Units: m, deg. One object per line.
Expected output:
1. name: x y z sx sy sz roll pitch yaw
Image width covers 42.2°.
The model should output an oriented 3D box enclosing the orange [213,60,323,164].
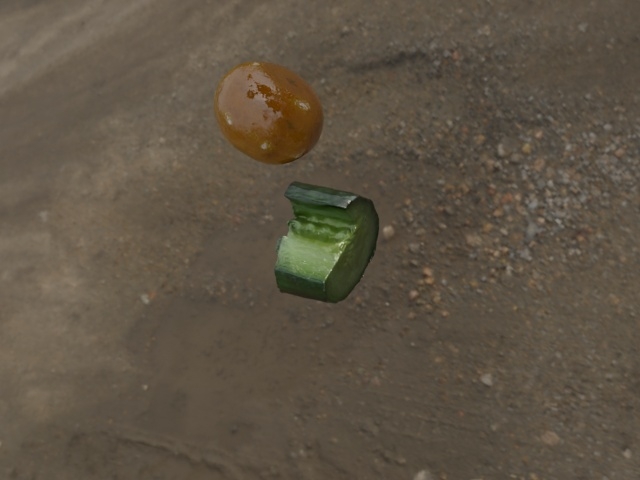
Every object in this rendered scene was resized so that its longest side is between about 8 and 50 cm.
1. orange: -0.072 -0.172 1.136 0.124 0.156 0.156 -52 40 31

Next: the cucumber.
1. cucumber: 0.003 0.005 1.353 0.130 0.191 0.191 13 76 25
